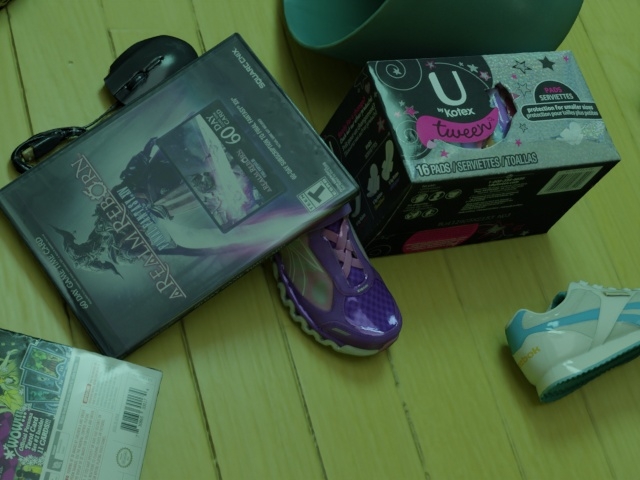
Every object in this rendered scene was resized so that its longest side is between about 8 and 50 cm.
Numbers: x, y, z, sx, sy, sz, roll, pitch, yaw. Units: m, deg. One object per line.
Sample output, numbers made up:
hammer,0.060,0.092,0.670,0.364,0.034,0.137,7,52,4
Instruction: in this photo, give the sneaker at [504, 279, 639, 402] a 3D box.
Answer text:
sneaker,0.289,0.079,1.344,0.229,0.087,0.092,-19,67,-33

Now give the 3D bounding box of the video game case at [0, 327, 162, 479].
video game case,-0.252,0.186,1.079,0.210,0.042,0.232,16,55,-13

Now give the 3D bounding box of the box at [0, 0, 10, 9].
box,-0.461,-0.306,1.258,0.322,0.079,0.257,42,52,-1

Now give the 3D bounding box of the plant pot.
plant pot,0.138,-0.293,1.399,0.235,0.293,0.293,21,53,-29

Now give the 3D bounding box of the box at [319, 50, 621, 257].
box,0.143,-0.091,1.339,0.247,0.163,0.142,-8,65,-27

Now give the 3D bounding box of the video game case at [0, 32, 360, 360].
video game case,-0.131,-0.042,1.212,0.274,0.026,0.196,-35,76,-10

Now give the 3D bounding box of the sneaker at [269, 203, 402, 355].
sneaker,0.000,0.000,1.261,0.095,0.104,0.236,-26,74,-34

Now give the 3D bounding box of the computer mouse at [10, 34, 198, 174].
computer mouse,-0.205,-0.136,1.300,0.071,0.041,0.242,41,54,5
